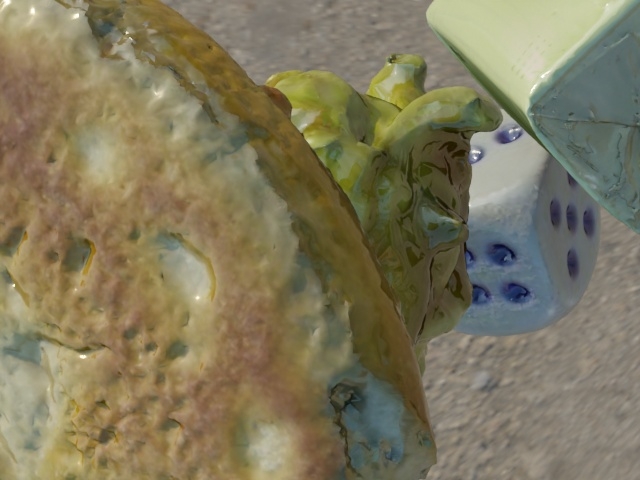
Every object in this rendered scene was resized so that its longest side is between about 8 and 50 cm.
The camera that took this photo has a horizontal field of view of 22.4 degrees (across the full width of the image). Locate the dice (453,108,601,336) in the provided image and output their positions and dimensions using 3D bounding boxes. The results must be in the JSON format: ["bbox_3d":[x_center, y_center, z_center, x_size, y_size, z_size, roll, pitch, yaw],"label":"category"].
[{"bbox_3d":[0.192,-0.020,1.787,0.193,0.192,0.194,0,132,30],"label":"dice"}]

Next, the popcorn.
[{"bbox_3d":[0.000,-0.009,1.409,0.274,0.279,0.336,-12,80,63],"label":"popcorn"}]

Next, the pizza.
[{"bbox_3d":[-0.104,0.007,0.636,0.335,0.086,0.226,38,115,14],"label":"pizza"}]

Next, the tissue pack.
[{"bbox_3d":[0.172,-0.124,0.942,0.159,0.234,0.125,-43,111,7],"label":"tissue pack"}]
